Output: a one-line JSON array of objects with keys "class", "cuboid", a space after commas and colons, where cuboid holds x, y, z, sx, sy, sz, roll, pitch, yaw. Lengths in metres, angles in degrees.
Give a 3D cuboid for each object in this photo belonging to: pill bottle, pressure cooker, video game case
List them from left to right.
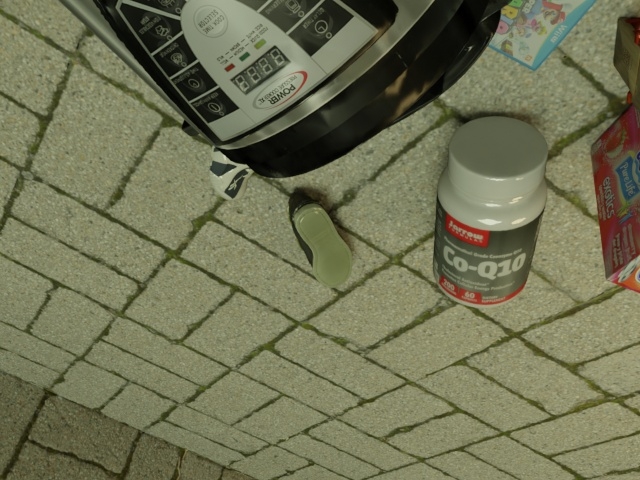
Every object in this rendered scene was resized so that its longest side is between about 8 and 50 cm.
[{"class": "pressure cooker", "cuboid": [-0.033, -0.275, 0.639, 0.420, 0.375, 0.370, 44, 172, -31]}, {"class": "pill bottle", "cuboid": [0.259, -0.038, 0.981, 0.161, 0.161, 0.283, 4, 139, 11]}, {"class": "video game case", "cuboid": [0.240, -0.297, 0.799, 0.166, 0.015, 0.119, 23, 139, -11]}]

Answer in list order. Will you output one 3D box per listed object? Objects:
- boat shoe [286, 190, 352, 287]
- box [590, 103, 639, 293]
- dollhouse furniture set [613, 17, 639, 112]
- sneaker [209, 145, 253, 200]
[{"class": "boat shoe", "cuboid": [0.000, 0.000, 1.175, 0.081, 0.069, 0.228, -28, 136, -5]}, {"class": "box", "cuboid": [0.455, -0.054, 0.830, 0.128, 0.257, 0.123, 20, 141, -7]}, {"class": "dollhouse furniture set", "cuboid": [0.504, -0.230, 0.744, 0.259, 0.135, 0.262, -9, 136, 9]}, {"class": "sneaker", "cuboid": [-0.089, -0.140, 1.013, 0.153, 0.094, 0.235, 19, 131, 8]}]
